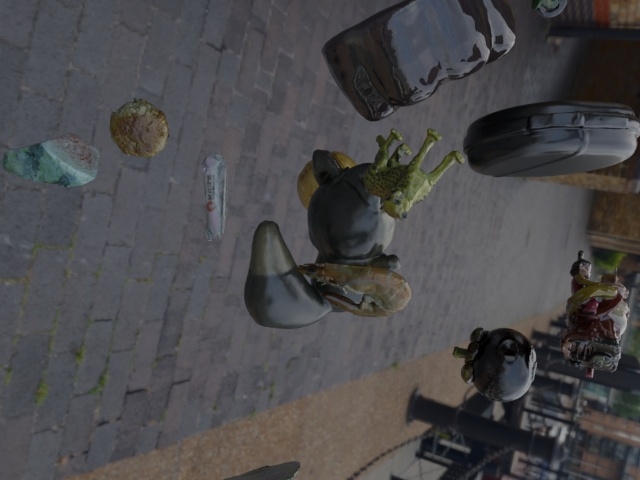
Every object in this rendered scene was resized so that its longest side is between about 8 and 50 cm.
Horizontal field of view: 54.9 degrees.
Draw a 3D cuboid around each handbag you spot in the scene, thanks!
[{"bbox_3d":[0.405,-0.172,1.079,0.307,0.253,0.093,-3,87,-22],"label":"handbag"}]

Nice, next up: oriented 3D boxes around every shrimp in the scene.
[{"bbox_3d":[0.062,0.095,1.221,0.133,0.235,0.053,101,1,-48],"label":"shrimp"}]

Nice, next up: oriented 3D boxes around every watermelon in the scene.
[{"bbox_3d":[-0.501,-0.154,1.131,0.094,0.180,0.081,-103,-166,-55],"label":"watermelon"}]

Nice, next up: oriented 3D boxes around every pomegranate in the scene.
[{"bbox_3d":[0.036,-0.166,1.945,0.215,0.215,0.216,-38,134,-54],"label":"pomegranate"}]

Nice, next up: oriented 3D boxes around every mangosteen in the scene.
[{"bbox_3d":[0.320,0.224,1.140,0.137,0.151,0.137,-46,143,-50],"label":"mangosteen"}]

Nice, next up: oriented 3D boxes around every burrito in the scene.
[{"bbox_3d":[-0.244,-0.102,1.430,0.064,0.064,0.203,-7,96,-64],"label":"burrito"}]

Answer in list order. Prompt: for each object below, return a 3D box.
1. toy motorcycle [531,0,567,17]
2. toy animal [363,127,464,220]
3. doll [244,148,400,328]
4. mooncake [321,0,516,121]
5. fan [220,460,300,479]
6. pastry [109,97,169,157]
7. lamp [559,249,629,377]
[{"bbox_3d":[0.572,-0.698,1.508,0.125,0.186,0.275,-90,-161,-52],"label":"toy motorcycle"},{"bbox_3d":[0.105,-0.096,0.894,0.073,0.181,0.136,43,80,-31],"label":"toy animal"},{"bbox_3d":[0.021,0.006,1.351,0.378,0.252,0.383,-24,114,-43],"label":"doll"},{"bbox_3d":[0.161,-0.315,1.004,0.154,0.305,0.306,62,37,-11],"label":"mooncake"},{"bbox_3d":[-0.128,0.391,0.941,0.335,0.229,0.011,143,-71,-70],"label":"fan"},{"bbox_3d":[-0.452,-0.277,1.540,0.081,0.153,0.154,-81,171,-64],"label":"pastry"},{"bbox_3d":[0.517,0.124,1.154,0.253,0.118,0.119,-58,149,-42],"label":"lamp"}]
